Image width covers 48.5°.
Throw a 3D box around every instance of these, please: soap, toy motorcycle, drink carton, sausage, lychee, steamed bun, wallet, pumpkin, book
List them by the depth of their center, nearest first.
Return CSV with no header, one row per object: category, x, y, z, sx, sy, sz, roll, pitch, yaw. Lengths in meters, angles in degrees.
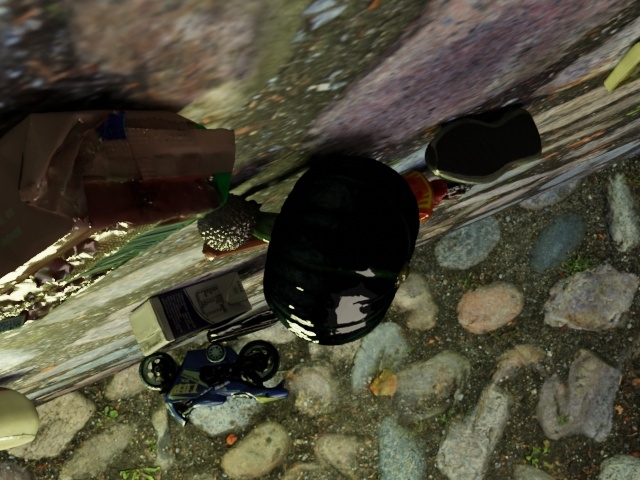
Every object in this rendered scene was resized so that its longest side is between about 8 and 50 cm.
soap,-0.218,-0.004,0.555,0.273,0.098,0.218,-27,172,29
lychee,-0.112,-0.022,0.853,0.083,0.068,0.067,0,162,45
pumpkin,0.000,0.000,0.916,0.248,0.248,0.248,-23,173,-3
book,0.569,-0.307,1.041,0.264,0.027,0.202,-24,172,6
sausage,-0.131,0.004,1.142,0.035,0.030,0.147,-33,168,39
toy motorcycle,0.130,-0.053,1.300,0.298,0.089,0.171,-27,171,34
drink carton,-0.277,0.153,1.526,0.222,0.101,0.134,-19,170,-40
toy motorcycle,-0.230,0.308,1.530,0.316,0.168,0.113,-6,168,-4
wallet,-0.171,0.197,1.617,0.173,0.045,0.318,-19,175,-8
steamed bun,-0.805,0.429,1.715,0.232,0.145,0.232,-12,162,-4

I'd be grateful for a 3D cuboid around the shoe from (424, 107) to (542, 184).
shoe,0.228,-0.129,1.057,0.228,0.099,0.112,-19,179,-32
